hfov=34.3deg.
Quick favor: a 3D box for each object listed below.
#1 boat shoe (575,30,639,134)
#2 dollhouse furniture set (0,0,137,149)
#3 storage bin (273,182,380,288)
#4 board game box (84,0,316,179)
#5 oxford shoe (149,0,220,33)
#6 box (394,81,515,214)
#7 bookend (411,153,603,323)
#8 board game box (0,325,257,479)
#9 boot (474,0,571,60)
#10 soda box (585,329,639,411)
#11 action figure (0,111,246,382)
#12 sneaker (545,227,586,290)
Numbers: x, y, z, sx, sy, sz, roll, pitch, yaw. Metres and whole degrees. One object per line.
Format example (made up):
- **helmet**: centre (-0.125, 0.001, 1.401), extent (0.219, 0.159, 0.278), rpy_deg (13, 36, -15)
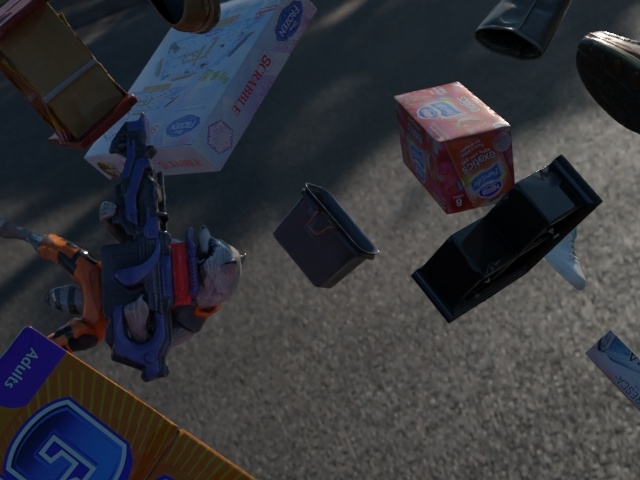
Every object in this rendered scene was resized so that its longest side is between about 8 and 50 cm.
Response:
- **boat shoe**: centre (0.522, -0.211, 1.500), extent (0.120, 0.123, 0.324), rpy_deg (-38, 59, -22)
- **dollhouse furniture set**: centre (-0.460, -0.154, 1.401), extent (0.374, 0.201, 0.152), rpy_deg (-45, 28, -18)
- **storage bin**: centre (0.000, 0.000, 1.453), extent (0.091, 0.135, 0.098), rpy_deg (-46, -21, 14)
- **board game box**: centre (-0.193, -0.243, 1.627), extent (0.318, 0.066, 0.318), rpy_deg (1, 55, 50)
- **oxford shoe**: centre (-0.186, -0.325, 1.140), extent (0.076, 0.212, 0.076), rpy_deg (-33, -3, 27)
- **box**: centre (0.216, -0.156, 1.697), extent (0.122, 0.128, 0.257), rpy_deg (-14, 27, -7)
- **bookend**: centre (0.207, -0.002, 1.161), extent (0.156, 0.072, 0.157), rpy_deg (-26, -18, -40)
- **board game box**: centre (-0.272, 0.364, 1.075), extent (0.356, 0.356, 0.356), rpy_deg (-56, 5, -24)
- **boot**: centre (0.334, -0.329, 1.420), extent (0.189, 0.076, 0.208), rpy_deg (11, 48, 31)
- **soda box**: centre (0.532, 0.238, 1.745), extent (0.063, 0.183, 0.058), rpy_deg (-44, -20, 6)
- **action figure**: centre (-0.253, 0.022, 1.347), extent (0.330, 0.342, 0.178), rpy_deg (-3, -16, 16)
- **sneaker**: centre (0.524, 0.009, 2.237), extent (0.094, 0.080, 0.212), rpy_deg (-39, 52, 13)
